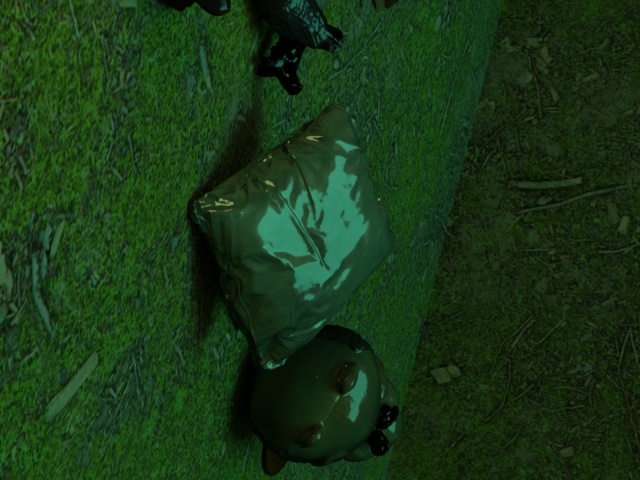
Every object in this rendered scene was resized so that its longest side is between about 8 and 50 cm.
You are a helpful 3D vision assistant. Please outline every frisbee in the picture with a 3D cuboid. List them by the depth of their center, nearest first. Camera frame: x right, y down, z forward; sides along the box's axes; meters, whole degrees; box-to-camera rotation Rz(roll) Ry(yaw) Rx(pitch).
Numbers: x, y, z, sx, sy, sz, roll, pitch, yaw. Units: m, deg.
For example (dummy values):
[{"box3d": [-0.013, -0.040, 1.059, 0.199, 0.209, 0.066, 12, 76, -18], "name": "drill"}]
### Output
[{"box3d": [-0.055, 0.331, 2.369, 0.192, 0.035, 0.192, 13, 90, -76], "name": "frisbee"}]

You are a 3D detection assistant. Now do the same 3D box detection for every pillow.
[{"box3d": [-0.026, -0.017, 1.825, 0.310, 0.138, 0.283, -42, 127, -27], "name": "pillow"}]

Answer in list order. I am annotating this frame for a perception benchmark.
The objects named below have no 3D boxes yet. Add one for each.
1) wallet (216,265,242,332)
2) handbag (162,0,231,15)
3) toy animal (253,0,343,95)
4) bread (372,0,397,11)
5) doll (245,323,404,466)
[{"box3d": [-0.108, 0.053, 1.943, 0.198, 0.031, 0.110, 74, 32, -61], "name": "wallet"}, {"box3d": [-0.133, -0.362, 1.422, 0.203, 0.074, 0.216, 24, 79, -75], "name": "handbag"}, {"box3d": [-0.034, -0.298, 1.759, 0.210, 0.117, 0.121, 78, 36, -62], "name": "toy animal"}, {"box3d": [0.113, -0.491, 2.219, 0.119, 0.067, 0.192, -56, 154, -35], "name": "bread"}, {"box3d": [0.017, 0.269, 2.183, 0.349, 0.247, 0.247, 56, 49, -74], "name": "doll"}]
